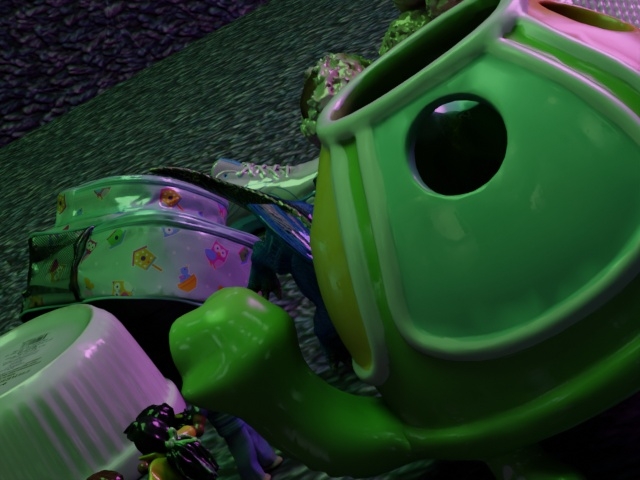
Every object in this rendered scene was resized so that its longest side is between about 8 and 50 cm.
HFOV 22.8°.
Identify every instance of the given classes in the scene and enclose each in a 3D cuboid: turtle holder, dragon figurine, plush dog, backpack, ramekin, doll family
[{"bbox_3d":[0.091,-0.001,0.908,0.320,0.227,0.243,-26,19,37],"label":"turtle holder"},{"bbox_3d":[0.000,0.000,1.129,0.085,0.289,0.144,-34,-21,-24],"label":"dragon figurine"},{"bbox_3d":[0.139,-0.153,1.474,0.262,0.210,0.225,-58,34,-1],"label":"plush dog"},{"bbox_3d":[-0.140,0.023,1.349,0.188,0.166,0.144,-1,75,45],"label":"backpack"},{"bbox_3d":[-0.220,0.139,1.241,0.207,0.109,0.207,-27,16,9],"label":"ramekin"},{"bbox_3d":[-0.086,0.138,1.011,0.076,0.111,0.193,-23,17,20],"label":"doll family"}]

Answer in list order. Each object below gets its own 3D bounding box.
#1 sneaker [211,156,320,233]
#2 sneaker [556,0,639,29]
[{"bbox_3d":[-0.068,-0.054,1.619,0.190,0.083,0.071,-26,15,7],"label":"sneaker"},{"bbox_3d":[0.170,-0.111,1.288,0.282,0.102,0.161,-35,-5,-35],"label":"sneaker"}]
